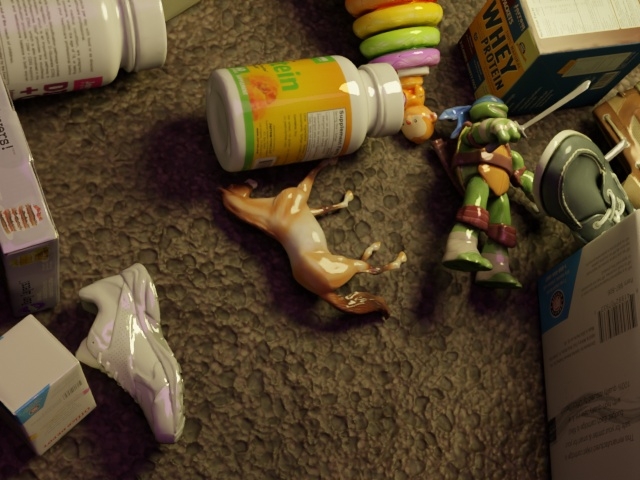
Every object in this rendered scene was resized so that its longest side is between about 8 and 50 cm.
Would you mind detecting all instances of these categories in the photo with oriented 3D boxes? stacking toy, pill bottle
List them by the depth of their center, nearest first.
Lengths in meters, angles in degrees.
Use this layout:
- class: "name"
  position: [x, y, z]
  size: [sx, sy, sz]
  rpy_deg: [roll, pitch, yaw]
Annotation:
- class: "pill bottle"
  position: [-0.352, -0.269, 1.385]
  size: [0.283, 0.160, 0.160]
  rpy_deg: [-13, 74, -19]
- class: "pill bottle"
  position: [-0.019, -0.175, 1.442]
  size: [0.246, 0.136, 0.136]
  rpy_deg: [-10, 73, -18]
- class: "stacking toy"
  position: [0.113, -0.287, 1.536]
  size: [0.166, 0.175, 0.302]
  rpy_deg: [-11, 92, -53]

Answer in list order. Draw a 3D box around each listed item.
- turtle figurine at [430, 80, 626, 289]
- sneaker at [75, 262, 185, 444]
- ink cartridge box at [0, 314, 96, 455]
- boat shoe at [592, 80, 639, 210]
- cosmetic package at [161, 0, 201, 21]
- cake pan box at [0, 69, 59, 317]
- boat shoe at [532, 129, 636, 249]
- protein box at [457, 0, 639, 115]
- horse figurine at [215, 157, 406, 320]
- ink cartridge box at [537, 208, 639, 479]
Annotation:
- class: "turtle figurine"
  position: [0.274, -0.076, 1.454]
  size: [0.275, 0.198, 0.266]
  rpy_deg: [10, 77, 8]
- class: "sneaker"
  position: [-0.235, 0.148, 1.313]
  size: [0.115, 0.090, 0.232]
  rpy_deg: [-16, 66, -13]
- class: "ink cartridge box"
  position: [-0.330, 0.173, 1.246]
  size: [0.090, 0.143, 0.092]
  rpy_deg: [39, 64, 21]
- class: "boat shoe"
  position: [0.492, -0.074, 1.579]
  size: [0.120, 0.122, 0.324]
  rpy_deg: [-20, 71, 10]
- class: "cosmetic package"
  position: [-0.154, -0.457, 1.536]
  size: [0.309, 0.113, 0.160]
  rpy_deg: [-35, 82, -23]
- class: "cake pan box"
  position: [-0.373, -0.069, 1.259]
  size: [0.070, 0.246, 0.267]
  rpy_deg: [-17, 76, -21]
- class: "boat shoe"
  position: [0.374, -0.047, 1.426]
  size: [0.099, 0.319, 0.116]
  rpy_deg: [31, 85, 36]
- class: "protein box"
  position: [0.341, -0.288, 1.558]
  size: [0.201, 0.200, 0.136]
  rpy_deg: [-9, 73, -18]
- class: "horse figurine"
  position: [0.000, 0.000, 1.435]
  size: [0.174, 0.066, 0.263]
  rpy_deg: [-25, 75, -29]
- class: "ink cartridge box"
  position: [0.415, 0.198, 1.352]
  size: [0.166, 0.285, 0.395]
  rpy_deg: [6, 69, -14]
